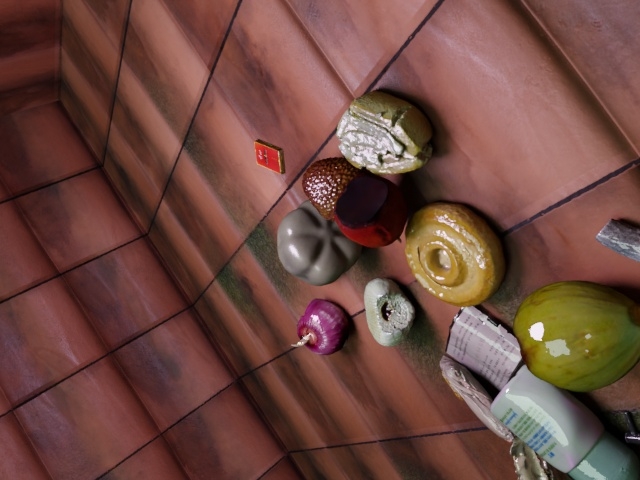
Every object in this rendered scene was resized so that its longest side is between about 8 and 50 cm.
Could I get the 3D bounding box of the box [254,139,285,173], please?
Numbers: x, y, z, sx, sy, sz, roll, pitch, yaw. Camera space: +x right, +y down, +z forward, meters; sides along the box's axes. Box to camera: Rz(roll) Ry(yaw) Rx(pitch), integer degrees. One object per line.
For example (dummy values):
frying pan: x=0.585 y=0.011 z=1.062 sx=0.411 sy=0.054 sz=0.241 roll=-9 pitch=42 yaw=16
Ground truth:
box: x=-0.176 y=-0.290 z=1.836 sx=0.133 sy=0.023 sz=0.090 roll=29 pitch=134 yaw=36

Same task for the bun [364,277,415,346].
bun: x=0.216 y=0.218 z=1.631 sx=0.204 sy=0.127 sz=0.212 roll=-130 pitch=31 yaw=-63

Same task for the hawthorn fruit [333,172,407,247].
hawthorn fruit: x=0.148 y=-0.066 z=1.391 sx=0.251 sy=0.189 sz=0.190 roll=30 pitch=163 yaw=-35

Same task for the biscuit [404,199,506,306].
biscuit: x=0.335 y=0.043 z=1.375 sx=0.296 sy=0.102 sz=0.296 roll=34 pitch=141 yaw=34

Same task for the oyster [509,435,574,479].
oyster: x=0.639 y=0.687 z=1.470 sx=0.341 sy=0.110 sz=0.166 roll=53 pitch=140 yaw=14

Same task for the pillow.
pillow: x=0.444 y=0.445 z=1.519 sx=0.270 sy=0.067 sz=0.173 roll=49 pitch=-176 yaw=14

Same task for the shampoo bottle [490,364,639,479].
shampoo bottle: x=0.607 y=0.479 z=1.311 sx=0.350 sy=0.151 sz=0.221 roll=40 pitch=146 yaw=27

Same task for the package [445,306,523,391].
package: x=0.445 y=0.306 z=1.468 sx=0.204 sy=0.062 sz=0.250 roll=39 pitch=145 yaw=30

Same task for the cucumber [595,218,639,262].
cucumber: x=0.602 y=0.000 z=1.037 sx=0.112 sy=0.064 sz=0.064 roll=33 pitch=138 yaw=37

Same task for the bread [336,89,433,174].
bread: x=0.164 y=-0.266 z=1.332 sx=0.257 sy=0.124 sz=0.185 roll=25 pitch=133 yaw=38

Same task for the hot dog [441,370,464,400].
hot dog: x=0.416 y=0.439 z=1.631 sx=0.122 sy=0.037 sz=0.049 roll=57 pitch=158 yaw=13

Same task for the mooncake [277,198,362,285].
mooncake: x=0.000 y=0.000 z=1.620 sx=0.274 sy=0.275 sz=0.135 roll=56 pitch=153 yaw=4

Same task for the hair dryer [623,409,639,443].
hair dryer: x=0.731 y=0.435 z=1.237 sx=0.047 sy=0.026 sz=0.083 roll=-21 pitch=91 yaw=54

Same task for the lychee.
lychee: x=0.040 y=-0.155 z=1.525 sx=0.195 sy=0.195 sz=0.194 roll=32 pitch=137 yaw=35

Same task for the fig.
fig: x=0.548 y=0.192 z=1.100 sx=0.271 sy=0.239 sz=0.239 roll=-25 pitch=95 yaw=48

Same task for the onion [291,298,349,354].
onion: x=0.019 y=0.322 z=1.935 sx=0.201 sy=0.201 sz=0.207 roll=26 pitch=102 yaw=39
